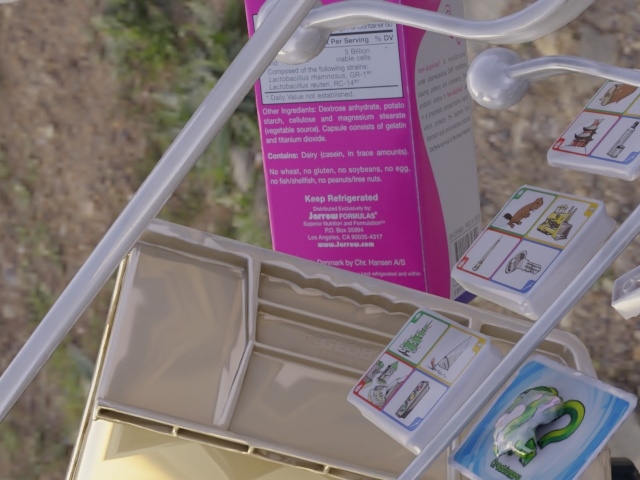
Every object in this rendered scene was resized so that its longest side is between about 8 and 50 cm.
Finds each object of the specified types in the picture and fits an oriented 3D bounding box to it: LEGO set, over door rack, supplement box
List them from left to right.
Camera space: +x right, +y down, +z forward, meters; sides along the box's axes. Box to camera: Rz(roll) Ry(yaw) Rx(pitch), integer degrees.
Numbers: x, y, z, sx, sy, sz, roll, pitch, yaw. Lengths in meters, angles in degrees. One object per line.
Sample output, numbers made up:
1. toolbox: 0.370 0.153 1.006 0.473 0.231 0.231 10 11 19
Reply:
1. over door rack: 0.000 0.000 0.435 0.108 0.239 0.324 40 111 33
2. supplement box: 0.033 -0.062 1.023 0.114 0.111 0.220 1 103 25
3. LEGO set: 0.118 0.023 0.541 0.182 0.060 0.244 -50 17 -6

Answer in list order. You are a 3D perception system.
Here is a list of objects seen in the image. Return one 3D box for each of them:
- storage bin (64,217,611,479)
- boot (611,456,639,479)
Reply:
1. storage bin: -0.010 0.147 0.850 0.123 0.260 0.262 -81 9 -45
2. boot: 0.163 0.183 1.301 0.094 0.207 0.246 151 122 -71
